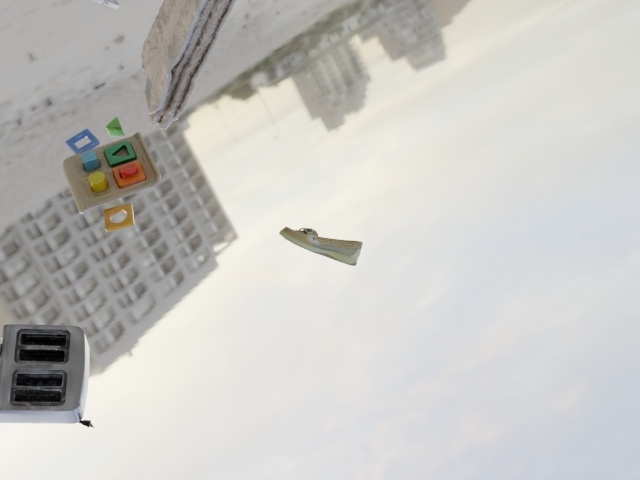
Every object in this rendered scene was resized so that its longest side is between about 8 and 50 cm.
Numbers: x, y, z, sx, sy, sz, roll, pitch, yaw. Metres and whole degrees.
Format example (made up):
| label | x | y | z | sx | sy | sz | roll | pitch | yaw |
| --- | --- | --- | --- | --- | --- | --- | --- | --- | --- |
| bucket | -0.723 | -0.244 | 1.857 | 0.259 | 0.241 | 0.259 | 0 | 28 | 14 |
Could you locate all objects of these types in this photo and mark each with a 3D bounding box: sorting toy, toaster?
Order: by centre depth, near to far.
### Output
| label | x | y | z | sx | sy | sz | roll | pitch | yaw |
| --- | --- | --- | --- | --- | --- | --- | --- | --- | --- |
| toaster | -0.502 | 0.247 | 1.676 | 0.185 | 0.168 | 0.110 | 3 | 157 | -10 |
| sorting toy | -0.475 | -0.162 | 2.067 | 0.195 | 0.047 | 0.348 | -24 | -129 | -10 |

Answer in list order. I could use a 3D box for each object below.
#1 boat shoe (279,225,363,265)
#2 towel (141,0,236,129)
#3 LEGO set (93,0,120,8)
| label | x | y | z | sx | sy | sz | roll | pitch | yaw |
| --- | --- | --- | --- | --- | --- | --- | --- | --- | --- |
| boat shoe | 0.001 | 0.000 | 1.617 | 0.056 | 0.152 | 0.048 | -157 | -92 | -76 |
| towel | -0.171 | -0.300 | 1.203 | 0.282 | 0.049 | 0.187 | -57 | -148 | 32 |
| LEGO set | -0.468 | -0.512 | 1.610 | 0.060 | 0.244 | 0.182 | -33 | 179 | 13 |
